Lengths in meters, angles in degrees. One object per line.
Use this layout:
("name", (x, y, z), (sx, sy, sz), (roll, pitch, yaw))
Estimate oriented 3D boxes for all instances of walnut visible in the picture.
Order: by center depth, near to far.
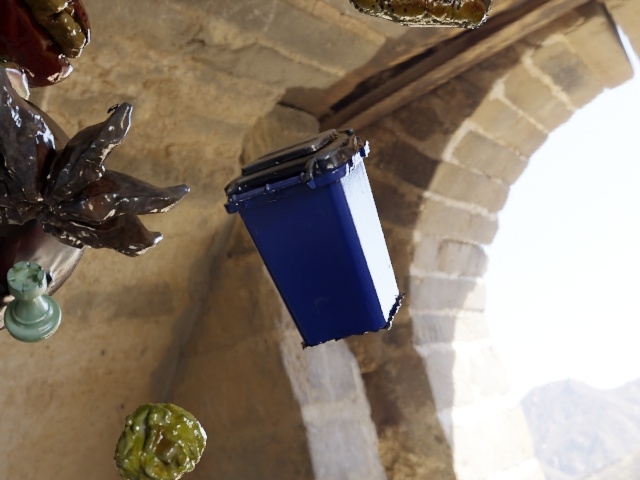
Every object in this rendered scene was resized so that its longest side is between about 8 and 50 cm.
("walnut", (-0.530, -0.425, 1.316), (0.243, 0.222, 0.269), (0, -40, 38))

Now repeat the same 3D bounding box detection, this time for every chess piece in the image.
("chess piece", (-0.348, 0.070, 0.864), (0.067, 0.067, 0.103), (-6, -37, -20))

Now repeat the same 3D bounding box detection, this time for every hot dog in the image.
("hot dog", (0.146, -0.397, 1.089), (0.267, 0.144, 0.075), (1, 13, -21))

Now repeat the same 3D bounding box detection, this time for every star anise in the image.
("star anise", (-0.141, -0.030, 0.391), (0.141, 0.042, 0.141), (9, -31, 6))

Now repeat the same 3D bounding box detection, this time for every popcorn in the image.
("popcorn", (-0.218, 0.273, 0.968), (0.120, 0.106, 0.116), (-15, 18, 7))

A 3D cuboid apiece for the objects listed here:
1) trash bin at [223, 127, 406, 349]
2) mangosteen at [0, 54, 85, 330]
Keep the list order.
("trash bin", (0.000, 0.000, 0.869), (0.162, 0.235, 0.184), (-15, 15, 22))
("mangosteen", (-0.511, -0.061, 0.997), (0.380, 0.421, 0.381), (-17, -39, -14))
